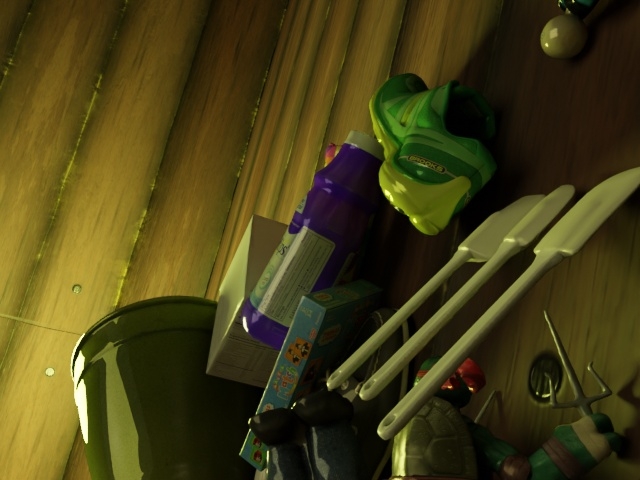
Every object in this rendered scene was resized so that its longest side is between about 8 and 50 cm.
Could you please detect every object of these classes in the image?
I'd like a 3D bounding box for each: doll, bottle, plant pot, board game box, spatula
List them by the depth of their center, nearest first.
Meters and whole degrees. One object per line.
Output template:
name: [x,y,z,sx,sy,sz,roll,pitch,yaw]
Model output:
spatula: [0.108,0.037,0.423,0.242,0.019,0.168,-43,10,-11]
doll: [0.223,-0.243,0.473,0.129,0.046,0.189,-64,-16,-70]
board game box: [-0.006,0.155,0.709,0.160,0.039,0.211,-6,-58,-62]
bottle: [0.000,0.000,0.736,0.283,0.092,0.118,-61,9,3]
plant pot: [-0.261,0.352,1.044,0.366,0.366,0.353,-63,30,30]

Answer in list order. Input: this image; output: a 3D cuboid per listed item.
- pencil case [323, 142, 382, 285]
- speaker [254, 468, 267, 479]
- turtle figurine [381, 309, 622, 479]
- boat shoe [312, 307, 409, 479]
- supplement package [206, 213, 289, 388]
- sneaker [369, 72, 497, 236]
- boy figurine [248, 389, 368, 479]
pencil case: [0.026,-0.023,0.848,0.104,0.104,0.236,-179,106,-74]
speaker: [-0.058,0.296,0.876,0.055,0.055,0.136,149,136,-67]
turtle figurine: [0.098,0.167,0.391,0.175,0.118,0.234,139,139,-62]
boat shoe: [0.010,0.229,0.637,0.112,0.095,0.335,-168,95,-74]
supplement package: [-0.083,0.106,0.978,0.194,0.149,0.203,-91,24,-48]
sneaker: [0.128,-0.114,0.635,0.123,0.109,0.295,-34,28,21]
boy figurine: [0.005,0.286,0.501,0.092,0.177,0.285,57,-164,-54]
